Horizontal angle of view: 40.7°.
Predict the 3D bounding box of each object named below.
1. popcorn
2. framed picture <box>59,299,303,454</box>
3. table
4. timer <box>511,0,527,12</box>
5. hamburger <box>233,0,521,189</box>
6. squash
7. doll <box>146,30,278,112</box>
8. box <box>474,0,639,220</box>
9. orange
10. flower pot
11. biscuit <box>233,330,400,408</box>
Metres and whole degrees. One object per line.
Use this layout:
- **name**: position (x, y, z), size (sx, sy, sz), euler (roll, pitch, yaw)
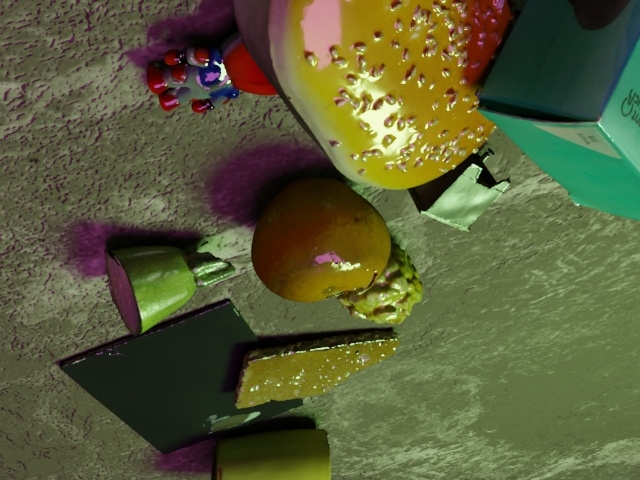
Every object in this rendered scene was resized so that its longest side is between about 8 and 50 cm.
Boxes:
- **popcorn**: position (0.068, 0.055, 1.067), size (0.106, 0.120, 0.116), euler (-15, 111, 16)
- **framed picture**: position (-0.184, 0.209, 1.242), size (0.244, 0.013, 0.324), euler (-20, 142, 5)
- **table**: position (0.156, -0.069, 0.980), size (0.083, 0.070, 0.082), euler (20, 125, -36)
- **timer**: position (0.234, -0.203, 0.818), size (0.136, 0.099, 0.136), euler (-10, 139, -9)
- **hamburger**: position (0.058, -0.172, 0.696), size (0.227, 0.151, 0.295), euler (-56, 145, -11)
- **squash**: position (-0.170, 0.038, 0.991), size (0.132, 0.105, 0.105), euler (-21, 146, -25)
- **doll**: position (-0.062, -0.163, 0.794), size (0.195, 0.062, 0.104), euler (-15, 131, 9)
- **box**: position (0.285, -0.190, 0.717), size (0.205, 0.118, 0.311), euler (31, 86, -41)
- **orange**: position (0.000, 0.000, 0.965), size (0.157, 0.134, 0.156), euler (-3, 162, -1)
- **flower pot**: position (-0.085, 0.396, 1.380), size (0.179, 0.195, 0.195), euler (5, 138, -8)
- **biscuit**: position (-0.006, 0.185, 1.257), size (0.237, 0.026, 0.131), euler (-7, 142, -21)
